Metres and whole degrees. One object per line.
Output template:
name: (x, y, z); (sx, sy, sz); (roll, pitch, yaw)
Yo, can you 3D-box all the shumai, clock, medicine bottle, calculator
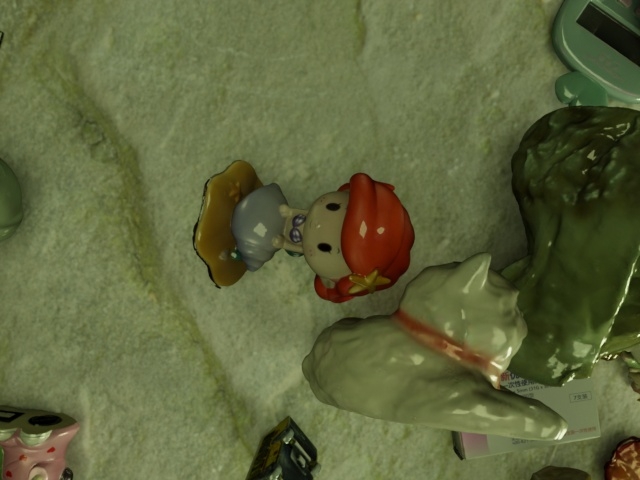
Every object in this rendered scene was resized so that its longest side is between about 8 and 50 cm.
shumai: (0.308, 0.040, 0.687); (0.288, 0.330, 0.292); (-41, 118, -6)
clock: (-0.444, 0.341, 0.848); (0.193, 0.100, 0.196); (5, 93, 5)
medicine bottle: (0.275, 0.206, 0.840); (0.200, 0.052, 0.171); (-9, 95, 1)
calculator: (0.416, -0.292, 0.794); (0.185, 0.041, 0.299); (33, 93, -1)

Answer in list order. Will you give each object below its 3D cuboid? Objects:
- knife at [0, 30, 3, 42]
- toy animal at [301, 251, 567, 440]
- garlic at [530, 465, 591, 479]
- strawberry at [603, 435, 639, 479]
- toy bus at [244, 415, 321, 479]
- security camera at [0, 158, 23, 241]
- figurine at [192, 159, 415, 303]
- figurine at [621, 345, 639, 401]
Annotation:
knife: (-0.568, -0.298, 0.830); (0.245, 0.019, 0.072); (20, 97, -2)
toy animal: (0.104, 0.120, 0.717); (0.265, 0.308, 0.188); (-5, 86, 2)
garlic: (0.356, 0.463, 0.830); (0.143, 0.112, 0.318); (-17, 97, 25)
strawberry: (0.499, 0.377, 0.832); (0.190, 0.111, 0.237); (-40, 70, 15)
toy bus: (-0.052, 0.307, 0.769); (0.074, 0.226, 0.081); (-37, 95, 8)
security camera: (-0.520, -0.081, 0.764); (0.277, 0.191, 0.197); (34, 94, -3)
figurine: (0.001, -0.009, 0.745); (0.256, 0.181, 0.208); (10, 139, 26)
figurine: (0.480, 0.182, 0.831); (0.098, 0.081, 0.146); (-28, 102, 47)
